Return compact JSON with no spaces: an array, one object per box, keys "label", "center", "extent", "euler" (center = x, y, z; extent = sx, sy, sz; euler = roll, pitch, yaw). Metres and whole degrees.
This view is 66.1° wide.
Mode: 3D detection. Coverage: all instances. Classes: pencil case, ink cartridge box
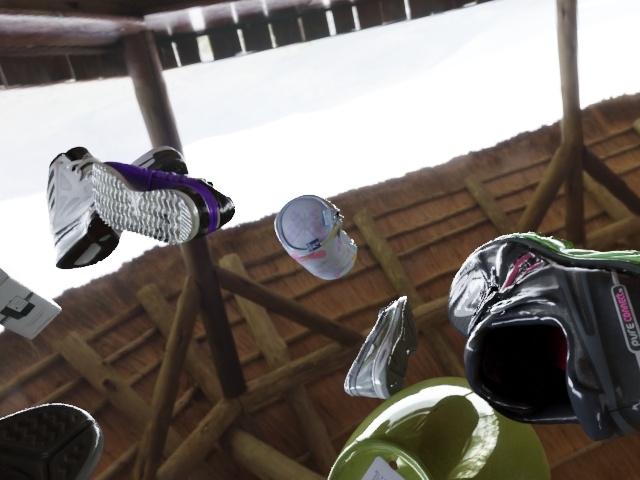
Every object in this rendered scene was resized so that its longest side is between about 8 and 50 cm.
[{"label":"pencil case","center":[0.000,0.000,1.002],"extent":[0.124,0.114,0.273],"euler":[-28,160,2]},{"label":"ink cartridge box","center":[-0.632,0.094,0.958],"extent":[0.153,0.208,0.087],"euler":[34,-112,15]}]

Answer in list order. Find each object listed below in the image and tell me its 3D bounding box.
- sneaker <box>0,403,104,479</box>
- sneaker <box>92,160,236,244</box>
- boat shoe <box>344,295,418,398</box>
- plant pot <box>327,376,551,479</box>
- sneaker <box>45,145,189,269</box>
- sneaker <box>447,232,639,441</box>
[{"label":"sneaker","center":[-0.228,0.212,0.305],"extent":[0.087,0.130,0.228],"euler":[29,-124,7]},{"label":"sneaker","center":[-0.262,-0.070,0.833],"extent":[0.293,0.102,0.146],"euler":[21,-154,32]},{"label":"boat shoe","center":[0.143,0.224,1.074],"extent":[0.102,0.118,0.320],"euler":[-11,-159,25]},{"label":"plant pot","center":[0.133,0.314,0.635],"extent":[0.274,0.275,0.293],"euler":[-3,163,30]},{"label":"sneaker","center":[-0.496,-0.138,1.103],"extent":[0.447,0.258,0.169],"euler":[-32,166,28]},{"label":"sneaker","center":[0.247,0.101,0.610],"extent":[0.202,0.186,0.483],"euler":[-24,179,-6]}]
